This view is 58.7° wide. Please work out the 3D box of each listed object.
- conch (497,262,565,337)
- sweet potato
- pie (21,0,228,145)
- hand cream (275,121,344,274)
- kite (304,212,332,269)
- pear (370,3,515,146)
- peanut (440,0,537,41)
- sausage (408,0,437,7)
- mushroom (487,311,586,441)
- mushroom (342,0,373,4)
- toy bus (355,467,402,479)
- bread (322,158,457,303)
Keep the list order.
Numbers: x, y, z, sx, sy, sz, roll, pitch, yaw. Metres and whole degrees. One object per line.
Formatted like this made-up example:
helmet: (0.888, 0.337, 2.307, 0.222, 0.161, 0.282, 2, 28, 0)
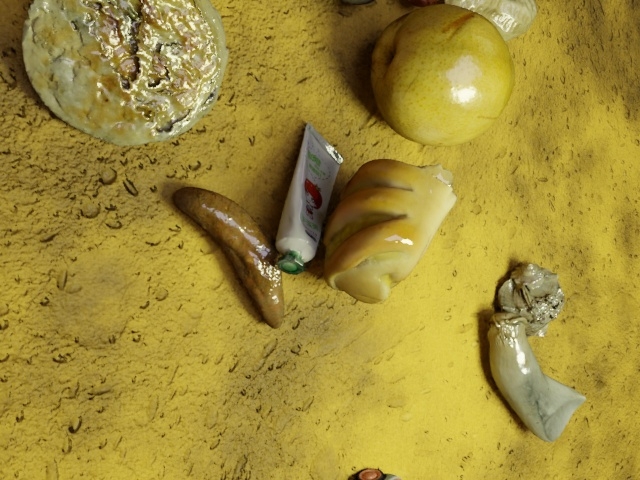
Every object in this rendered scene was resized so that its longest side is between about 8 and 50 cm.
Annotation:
conch: (0.570, 0.175, 1.547, 0.178, 0.163, 0.245, -14, 118, 4)
sweet potato: (-0.141, 0.021, 1.098, 0.114, 0.092, 0.341, -34, 110, -1)
pie: (-0.310, -0.314, 0.948, 0.339, 0.077, 0.339, -13, 119, -26)
hand cream: (-0.023, -0.084, 1.140, 0.121, 0.076, 0.336, 43, 46, -35)
kite: (0.000, 0.000, 1.233, 0.139, 0.011, 0.157, 36, 71, -25)
pear: (0.259, -0.355, 1.232, 0.314, 0.314, 0.314, -1, 91, -33)
peanut: (0.421, -0.577, 1.426, 0.298, 0.120, 0.136, 2, 85, -30)
sausage: (0.244, -0.666, 1.308, 0.133, 0.133, 0.258, 9, 90, -32)
mushroom: (0.546, 0.357, 1.513, 0.177, 0.126, 0.397, -45, 114, -8)
mushroom: (0.095, -0.569, 1.211, 0.188, 0.141, 0.117, -39, 133, -23)
toy bus: (0.112, 0.629, 1.190, 0.287, 0.232, 0.194, -11, 94, -30)
bread: (0.106, -0.016, 1.137, 0.211, 0.316, 0.270, 33, 70, 8)
